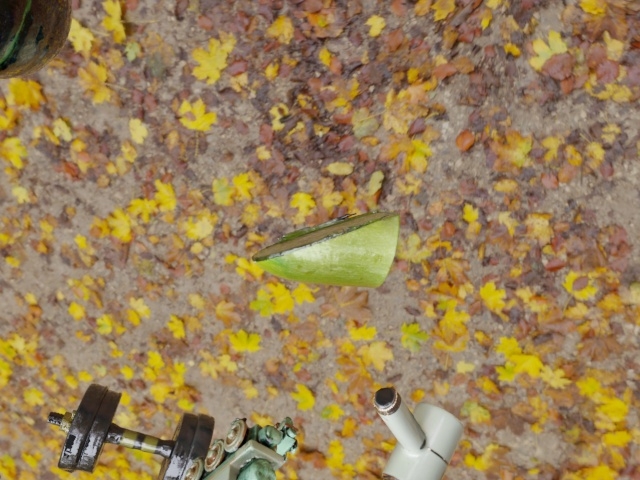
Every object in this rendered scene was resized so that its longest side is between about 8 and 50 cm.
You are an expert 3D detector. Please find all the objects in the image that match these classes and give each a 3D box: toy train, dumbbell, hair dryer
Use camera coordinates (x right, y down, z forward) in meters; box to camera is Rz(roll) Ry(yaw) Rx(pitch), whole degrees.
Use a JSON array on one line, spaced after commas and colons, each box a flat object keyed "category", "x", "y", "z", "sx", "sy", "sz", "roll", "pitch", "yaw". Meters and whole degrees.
[{"category": "toy train", "x": -0.126, "y": 0.335, "z": 0.742, "sx": 0.080, "sy": 0.125, "sz": 0.194, "roll": 36, "pitch": 113, "yaw": -22}, {"category": "dumbbell", "x": -0.392, "y": 0.436, "z": 1.178, "sx": 0.388, "sy": 0.185, "sz": 0.185, "roll": 21, "pitch": 122, "yaw": -12}, {"category": "hair dryer", "x": 0.194, "y": 0.418, "z": 1.199, "sx": 0.128, "sy": 0.203, "sz": 0.362, "roll": 12, "pitch": 145, "yaw": 40}, {"category": "toy train", "x": -0.131, "y": 0.572, "z": 1.531, "sx": 0.074, "sy": 0.118, "sz": 0.176, "roll": 33, "pitch": 104, "yaw": -23}]

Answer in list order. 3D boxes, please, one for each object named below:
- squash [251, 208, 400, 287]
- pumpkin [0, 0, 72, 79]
[{"category": "squash", "x": 0.000, "y": 0.000, "z": 1.305, "sx": 0.308, "sy": 0.233, "sz": 0.210, "roll": 11, "pitch": 96, "yaw": -11}, {"category": "pumpkin", "x": -0.522, "y": -0.360, "z": 0.795, "sx": 0.315, "sy": 0.315, "sz": 0.239, "roll": 33, "pitch": 101, "yaw": 1}]
